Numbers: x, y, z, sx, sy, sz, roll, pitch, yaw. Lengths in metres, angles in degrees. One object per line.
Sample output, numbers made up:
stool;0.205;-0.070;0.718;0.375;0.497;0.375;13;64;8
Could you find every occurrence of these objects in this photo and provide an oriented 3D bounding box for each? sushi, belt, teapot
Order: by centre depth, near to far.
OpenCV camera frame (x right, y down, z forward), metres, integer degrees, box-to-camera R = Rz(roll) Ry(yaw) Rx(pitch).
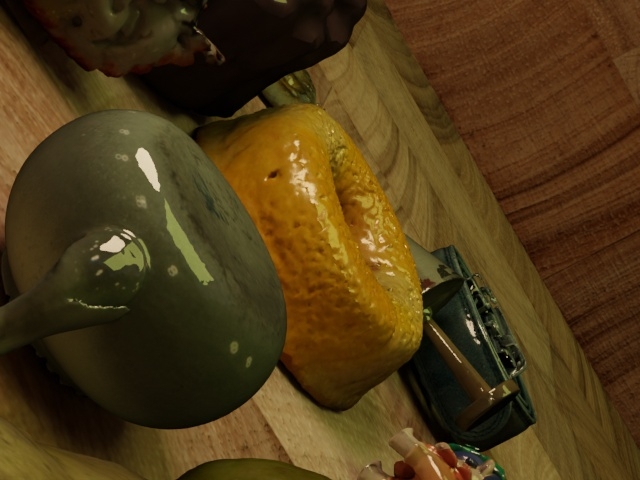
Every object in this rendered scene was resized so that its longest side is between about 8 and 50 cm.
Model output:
teapot;-0.108;0.021;0.924;0.193;0.129;0.294;62;11;1
sushi;-0.193;-0.241;1.121;0.332;0.130;0.124;51;17;-38
belt;0.163;0.127;1.756;0.206;0.116;0.267;58;10;-36

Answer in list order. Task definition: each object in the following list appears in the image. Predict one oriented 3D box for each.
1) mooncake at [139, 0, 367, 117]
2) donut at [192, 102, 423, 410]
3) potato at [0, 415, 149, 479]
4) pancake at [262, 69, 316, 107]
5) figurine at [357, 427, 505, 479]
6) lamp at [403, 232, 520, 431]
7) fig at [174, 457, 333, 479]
mooncake;-0.117;-0.294;1.394;0.381;0.212;0.350;50;23;-34
donut;0.000;0.000;1.414;0.303;0.110;0.303;57;15;-23
potato;-0.111;0.154;0.602;0.191;0.141;0.296;48;9;19
pancake;-0.073;-0.245;1.797;0.253;0.037;0.253;57;13;-21
figurine;0.109;0.234;1.399;0.102;0.111;0.195;48;10;24
lamp;0.109;0.089;1.608;0.214;0.121;0.121;54;11;16
fig;-0.025;0.194;0.876;0.154;0.144;0.165;-25;76;-41
